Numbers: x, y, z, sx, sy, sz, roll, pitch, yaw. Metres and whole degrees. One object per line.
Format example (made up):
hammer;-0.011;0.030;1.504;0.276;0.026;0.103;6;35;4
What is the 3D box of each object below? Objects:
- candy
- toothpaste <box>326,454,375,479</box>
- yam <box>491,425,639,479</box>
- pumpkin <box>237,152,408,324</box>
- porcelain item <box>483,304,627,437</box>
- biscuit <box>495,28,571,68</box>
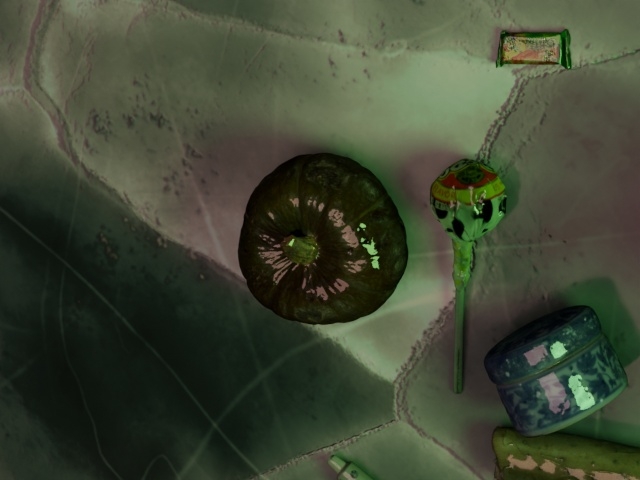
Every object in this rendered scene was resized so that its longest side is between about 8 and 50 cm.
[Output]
candy;0.178;0.050;1.762;0.091;0.083;0.306;0;111;3
toothpaste;0.087;0.345;1.875;0.197;0.029;0.048;40;113;5
yam;0.385;0.285;1.726;0.371;0.083;0.083;7;104;18
pumpkin;0.000;0.000;1.760;0.219;0.162;0.219;5;102;24
porcelain item;0.273;0.149;1.696;0.147;0.147;0.114;-27;92;24
biscuit;0.249;-0.224;1.692;0.089;0.016;0.046;3;103;20
